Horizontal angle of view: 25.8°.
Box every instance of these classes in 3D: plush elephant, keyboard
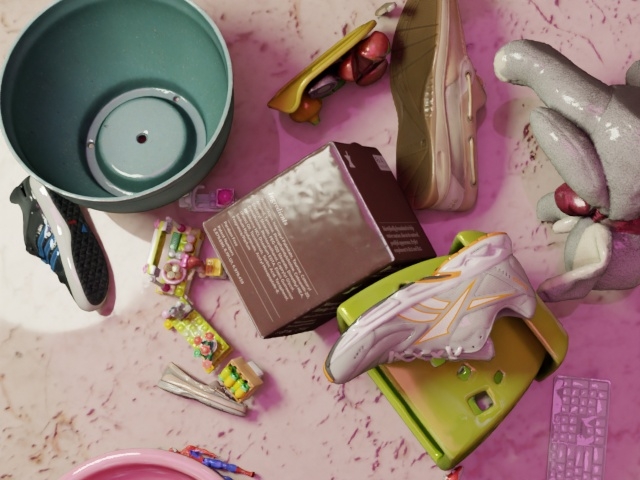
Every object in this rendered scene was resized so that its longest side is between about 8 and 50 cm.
[{"bbox_3d":[0.357,-0.057,1.702,0.330,0.272,0.255,53,132,41],"label":"plush elephant"},{"bbox_3d":[0.321,0.300,1.755,0.072,0.014,0.256,5,83,7],"label":"keyboard"}]

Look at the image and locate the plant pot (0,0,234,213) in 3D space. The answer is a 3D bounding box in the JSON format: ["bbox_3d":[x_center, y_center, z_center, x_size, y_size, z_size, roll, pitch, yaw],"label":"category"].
[{"bbox_3d":[-0.242,-0.157,1.782,0.293,0.196,0.293,-2,73,5],"label":"plant pot"}]

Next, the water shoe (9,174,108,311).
[{"bbox_3d":[-0.347,0.007,1.856,0.080,0.073,0.203,-27,79,29],"label":"water shoe"}]

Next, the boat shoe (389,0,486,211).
[{"bbox_3d":[0.159,-0.187,1.805,0.098,0.109,0.302,4,81,-32],"label":"boat shoe"}]

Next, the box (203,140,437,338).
[{"bbox_3d":[0.000,0.000,1.731,0.203,0.168,0.167,-31,79,20],"label":"box"}]

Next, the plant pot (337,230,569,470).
[{"bbox_3d":[0.167,0.127,1.696,0.207,0.228,0.227,-37,79,-7],"label":"plant pot"}]

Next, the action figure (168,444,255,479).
[{"bbox_3d":[-0.144,0.292,1.804,0.115,0.030,0.038,20,90,11],"label":"action figure"}]

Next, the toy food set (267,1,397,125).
[{"bbox_3d":[0.035,-0.219,1.812,0.218,0.128,0.071,-40,99,-4],"label":"toy food set"}]

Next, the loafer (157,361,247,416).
[{"bbox_3d":[-0.150,0.193,1.811,0.125,0.045,0.039,18,78,11],"label":"loafer"}]

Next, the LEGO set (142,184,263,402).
[{"bbox_3d":[-0.160,0.069,1.786,0.132,0.107,0.287,-10,76,8],"label":"LEGO set"}]

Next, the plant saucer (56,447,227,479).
[{"bbox_3d":[-0.223,0.429,1.766,0.332,0.084,0.332,-1,83,6],"label":"plant saucer"}]

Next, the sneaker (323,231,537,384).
[{"bbox_3d":[0.129,0.099,1.543,0.262,0.099,0.121,-32,83,-11],"label":"sneaker"}]

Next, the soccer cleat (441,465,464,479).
[{"bbox_3d":[0.160,0.323,1.765,0.035,0.029,0.083,37,91,1],"label":"soccer cleat"}]
